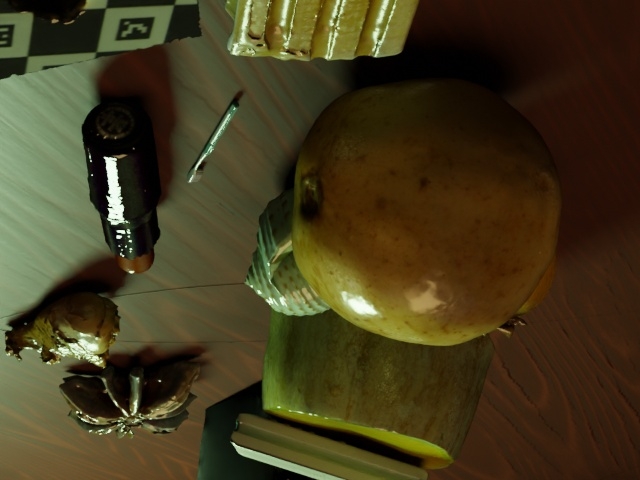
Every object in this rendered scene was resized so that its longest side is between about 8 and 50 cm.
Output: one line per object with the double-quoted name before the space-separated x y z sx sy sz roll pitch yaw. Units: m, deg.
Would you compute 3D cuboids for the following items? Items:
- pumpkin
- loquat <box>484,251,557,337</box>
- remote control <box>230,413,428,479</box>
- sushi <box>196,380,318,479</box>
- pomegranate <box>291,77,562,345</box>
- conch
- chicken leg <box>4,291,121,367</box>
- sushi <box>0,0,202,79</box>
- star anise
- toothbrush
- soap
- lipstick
"pumpkin" 0.062 0.198 1.793 0.332 0.199 0.332 16 156 8
"loquat" 0.189 0.023 1.592 0.208 0.208 0.208 -8 154 -4
"remote control" 0.014 0.310 1.812 0.277 0.055 0.103 16 165 6
"sushi" -0.086 0.394 2.207 0.215 0.227 0.212 -29 148 34
"pomegranate" 0.105 -0.035 1.362 0.307 0.307 0.307 -8 154 -4
"conch" -0.007 -0.004 1.555 0.200 0.131 0.172 -36 132 -9
"chicken leg" -0.351 0.129 1.751 0.207 0.085 0.101 -17 141 34
"sushi" -0.269 -0.257 1.040 0.320 0.068 0.339 -15 154 -8
"star anise" -0.291 0.251 2.017 0.236 0.093 0.229 -28 143 25
"toothbrush" -0.119 -0.108 1.433 0.014 0.011 0.167 -2 153 -26
"soap" 0.014 -0.260 1.088 0.173 0.089 0.274 -5 154 -12
"lipstick" -0.219 -0.049 1.439 0.081 0.081 0.299 -6 152 -8
